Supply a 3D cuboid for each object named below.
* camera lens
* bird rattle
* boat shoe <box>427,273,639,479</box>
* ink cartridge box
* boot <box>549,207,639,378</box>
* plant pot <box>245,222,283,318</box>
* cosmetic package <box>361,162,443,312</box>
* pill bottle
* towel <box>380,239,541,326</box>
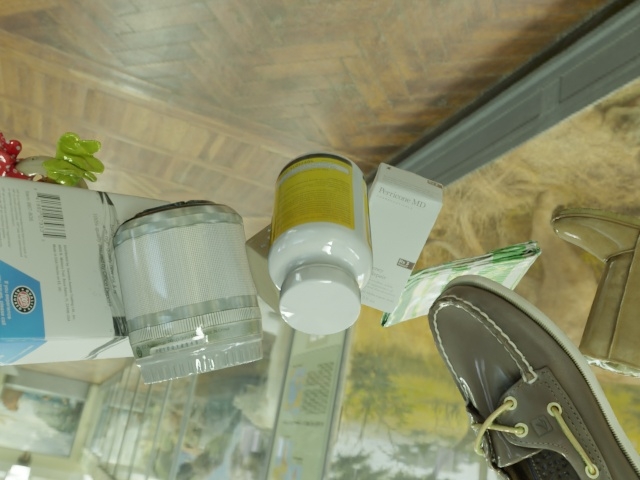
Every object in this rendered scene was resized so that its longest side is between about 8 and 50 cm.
[{"bbox_3d":[-0.219,0.083,1.085,0.219,0.274,0.219,-12,172,-2],"label":"camera lens"},{"bbox_3d":[-0.564,-0.112,1.306,0.253,0.143,0.207,-7,125,0],"label":"bird rattle"},{"bbox_3d":[0.196,0.177,0.575,0.096,0.324,0.116,-24,164,-38],"label":"boat shoe"},{"bbox_3d":[-0.443,0.064,1.173,0.166,0.286,0.394,-29,157,35],"label":"ink cartridge box"},{"bbox_3d":[0.495,0.084,1.139,0.236,0.270,0.089,10,161,33],"label":"boot"},{"bbox_3d":[-0.037,0.028,0.853,0.109,0.109,0.096,32,154,55],"label":"plant pot"},{"bbox_3d":[0.113,-0.001,1.103,0.117,0.085,0.231,19,121,0],"label":"cosmetic package"},{"bbox_3d":[0.000,0.000,0.650,0.103,0.184,0.103,0,132,1],"label":"pill bottle"},{"bbox_3d":[0.306,0.105,1.440,0.324,0.038,0.248,-13,151,-12],"label":"towel"}]
